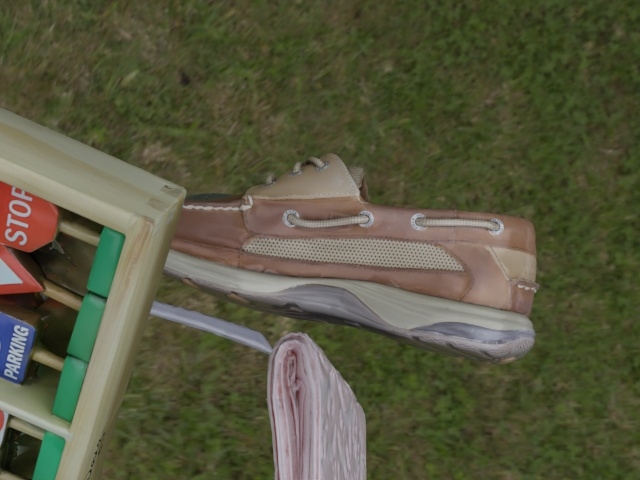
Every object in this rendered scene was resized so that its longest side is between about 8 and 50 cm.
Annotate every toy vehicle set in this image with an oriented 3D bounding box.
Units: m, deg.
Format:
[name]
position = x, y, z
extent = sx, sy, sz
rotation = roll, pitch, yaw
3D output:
[toy vehicle set]
position = -0.165, 0.068, 0.441
extent = 0.166, 0.035, 0.266
rotation = 22, 116, 4

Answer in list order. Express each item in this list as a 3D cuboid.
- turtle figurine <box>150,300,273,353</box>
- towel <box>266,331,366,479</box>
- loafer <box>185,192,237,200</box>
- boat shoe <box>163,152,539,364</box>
[turtle figurine]
position = -0.232, 0.057, 0.682
extent = 0.275, 0.198, 0.266
rotation = -41, 102, -39
[towel]
position = 0.001, 0.270, 1.051
extent = 0.053, 0.332, 0.316
rotation = -2, 72, 8
[loafer]
position = -0.057, 0.018, 1.214
extent = 0.096, 0.268, 0.084
rotation = -24, 121, -41
[boat shoe]
position = 0.000, 0.000, 0.836
extent = 0.324, 0.123, 0.116
rotation = 13, 83, 6
